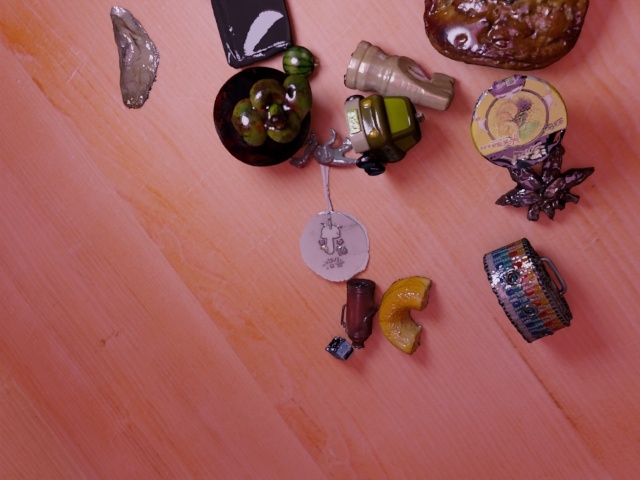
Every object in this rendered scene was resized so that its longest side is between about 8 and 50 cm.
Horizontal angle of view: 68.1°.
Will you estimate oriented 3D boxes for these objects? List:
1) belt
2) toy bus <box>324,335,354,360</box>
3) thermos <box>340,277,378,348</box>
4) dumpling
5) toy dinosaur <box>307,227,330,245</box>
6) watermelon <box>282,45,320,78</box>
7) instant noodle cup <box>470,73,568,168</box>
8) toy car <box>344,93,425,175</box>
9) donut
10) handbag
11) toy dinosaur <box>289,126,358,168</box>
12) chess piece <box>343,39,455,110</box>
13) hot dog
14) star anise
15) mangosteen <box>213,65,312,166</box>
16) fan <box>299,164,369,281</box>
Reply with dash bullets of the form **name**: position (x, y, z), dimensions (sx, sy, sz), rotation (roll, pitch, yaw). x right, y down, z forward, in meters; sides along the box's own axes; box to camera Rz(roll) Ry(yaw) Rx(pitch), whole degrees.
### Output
- **belt**: position (0.582, 0.138, 1.295), dimensions (0.160, 0.207, 0.295), rotation (-30, 95, 26)
- **toy bus**: position (0.068, 0.367, 1.588), dimensions (0.075, 0.123, 0.060), rotation (43, 73, -4)
- **thermos**: position (0.123, 0.246, 1.549), dimensions (0.124, 0.099, 0.232), rotation (12, 108, 31)
- **dumpling**: position (-0.636, -0.616, 1.597), dimensions (0.166, 0.086, 0.332), rotation (3, 110, 22)
- **toy dinosaur**: position (0.000, 0.000, 1.570), dimensions (0.060, 0.029, 0.119), rotation (43, 109, -12)
- **watermelon**: position (-0.060, -0.526, 1.408), dimensions (0.109, 0.109, 0.109), rotation (5, 106, 18)
- **instant noodle cup**: position (0.490, -0.297, 1.193), dimensions (0.215, 0.236, 0.216), rotation (5, 106, 18)
- **toy car**: position (0.187, -0.305, 1.295), dimensions (0.198, 0.248, 0.204), rotation (-14, 79, 20)
- **donut**: position (0.253, 0.235, 1.507), dimensions (0.152, 0.101, 0.259), rotation (14, 113, 22)
- **handbag**: position (-0.203, -0.667, 1.433), dimensions (0.223, 0.080, 0.247), rotation (-13, 98, 15)
- **toy dinosaur**: position (0.035, -0.258, 1.465), dimensions (0.242, 0.053, 0.167), rotation (29, 113, 6)
- **chess piece**: position (0.225, -0.443, 1.307), dimensions (0.300, 0.137, 0.137), rotation (24, 111, 13)
- **hot dog**: position (0.447, -0.567, 1.169), dimensions (0.387, 0.174, 0.267), rotation (16, 111, 14)
- **star anise**: position (0.601, -0.155, 1.270), dimensions (0.214, 0.099, 0.220), rotation (26, 112, 2)
- **mangosteen**: position (-0.166, -0.358, 1.379), dimensions (0.311, 0.311, 0.311), rotation (5, 106, 18)
- **fan**: position (0.030, -0.066, 1.527), dimensions (0.233, 0.012, 0.415), rotation (-8, 99, 10)
